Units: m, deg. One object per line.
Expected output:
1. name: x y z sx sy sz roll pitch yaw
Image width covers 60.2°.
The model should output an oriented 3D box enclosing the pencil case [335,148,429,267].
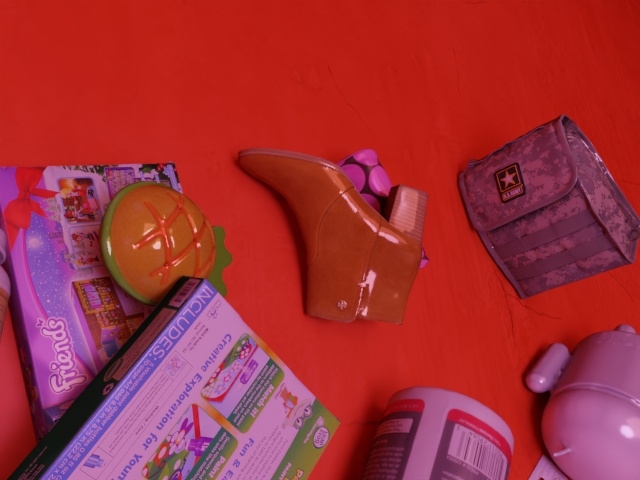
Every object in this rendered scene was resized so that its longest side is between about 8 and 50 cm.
1. pencil case: 0.085 -0.035 0.873 0.209 0.098 0.095 63 4 3

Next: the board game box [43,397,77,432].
1. board game box: -0.166 0.241 0.541 0.160 0.039 0.212 -12 100 -40

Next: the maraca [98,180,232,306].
1. maraca: -0.155 0.012 0.586 0.185 0.099 0.127 36 58 -54

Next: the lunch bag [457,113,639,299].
1. lunch bag: 0.421 -0.065 1.045 0.287 0.235 0.169 54 47 -5

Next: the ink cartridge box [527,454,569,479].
1. ink cartridge box: 0.404 0.484 0.934 0.179 0.045 0.145 47 48 13

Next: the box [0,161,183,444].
1. box: -0.227 0.058 0.609 0.200 0.057 0.294 -8 76 -41

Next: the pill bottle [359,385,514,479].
1. pill bottle: 0.118 0.356 0.665 0.176 0.176 0.319 42 51 -16

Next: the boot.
1. boot: 0.001 0.000 0.782 0.294 0.104 0.211 16 87 -1

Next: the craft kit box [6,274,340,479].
1. craft kit box: -0.119 0.206 0.519 0.247 0.060 0.250 53 59 -27

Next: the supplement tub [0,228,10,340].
1. supplement tub: -0.343 0.081 0.451 0.144 0.144 0.200 14 63 -33

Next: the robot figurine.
1. robot figurine: 0.523 0.300 0.988 0.299 0.200 0.353 28 43 24
